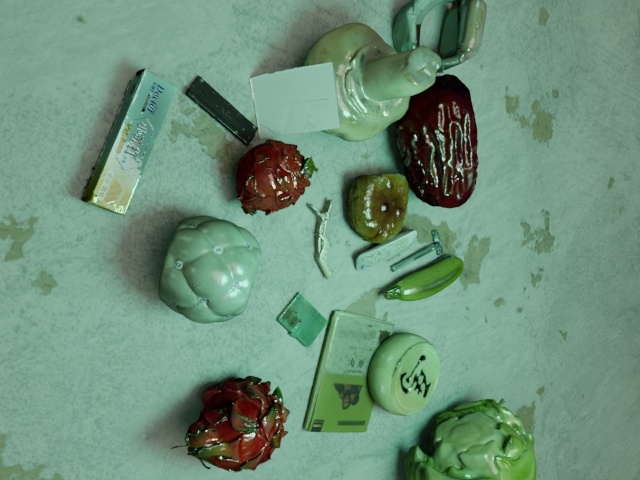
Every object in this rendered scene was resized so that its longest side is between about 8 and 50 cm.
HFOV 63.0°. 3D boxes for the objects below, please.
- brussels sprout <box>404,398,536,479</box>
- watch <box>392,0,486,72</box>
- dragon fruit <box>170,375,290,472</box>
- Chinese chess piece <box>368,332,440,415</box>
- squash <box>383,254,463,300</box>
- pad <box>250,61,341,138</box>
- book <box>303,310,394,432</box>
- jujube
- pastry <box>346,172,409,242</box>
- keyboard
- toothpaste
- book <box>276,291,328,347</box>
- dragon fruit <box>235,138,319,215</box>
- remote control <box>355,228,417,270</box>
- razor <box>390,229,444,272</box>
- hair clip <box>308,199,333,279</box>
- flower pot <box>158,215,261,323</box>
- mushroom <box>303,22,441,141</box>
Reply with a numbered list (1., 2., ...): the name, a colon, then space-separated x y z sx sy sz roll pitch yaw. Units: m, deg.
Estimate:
1. brussels sprout: 0.494 0.742 1.657 0.425 0.342 0.361 -26 107 -27
2. watch: 0.333 -0.618 1.526 0.241 0.162 0.253 10 88 -20
3. dragon fruit: -0.217 0.442 1.253 0.293 0.234 0.233 1 96 -36
4. Chinese chess piece: 0.260 0.409 1.598 0.250 0.101 0.250 -8 102 -38
5. squash: 0.329 0.133 1.635 0.341 0.094 0.094 -21 106 -31
6. pad: -0.062 -0.337 1.269 0.004 0.232 0.156 -31 115 -62
7. book: 0.093 0.395 1.548 0.239 0.035 0.352 16 87 -36
8. jujube: 0.339 -0.284 1.509 0.258 0.258 0.376 -13 110 -30
9. pastry: 0.167 -0.105 1.496 0.229 0.100 0.218 36 77 -31
10. keyboard: -0.237 -0.311 1.269 0.195 0.018 0.060 40 68 -29
11. toothpaste: -0.416 -0.214 1.139 0.089 0.071 0.312 25 82 -36
12. book: -0.050 0.224 1.448 0.103 0.017 0.135 -51 118 -18
13. dragon fruit: -0.118 -0.156 1.270 0.209 0.172 0.172 -32 113 -4
14. remote control: 0.197 0.021 1.562 0.229 0.044 0.073 -24 142 -22
15. razor: 0.306 0.047 1.639 0.211 0.036 0.084 -28 108 -27
16. hair clip: 0.000 0.000 1.443 0.072 0.034 0.226 -4 100 -28
17. flower pot: -0.244 0.066 1.177 0.195 0.246 0.246 16 87 -8
18. mushroom: 0.127 -0.403 1.299 0.314 0.336 0.314 0 90 -37
